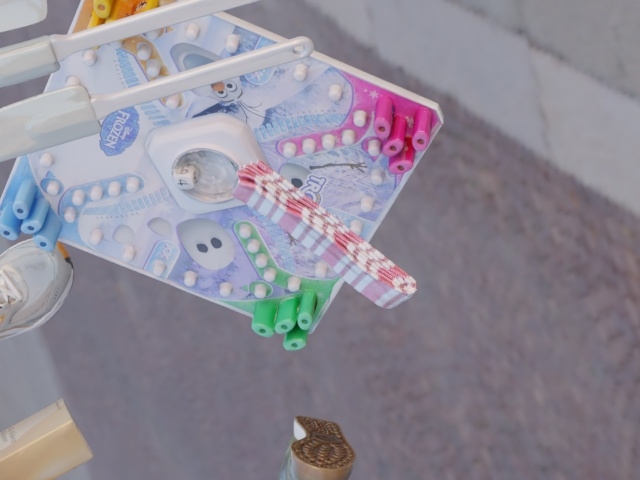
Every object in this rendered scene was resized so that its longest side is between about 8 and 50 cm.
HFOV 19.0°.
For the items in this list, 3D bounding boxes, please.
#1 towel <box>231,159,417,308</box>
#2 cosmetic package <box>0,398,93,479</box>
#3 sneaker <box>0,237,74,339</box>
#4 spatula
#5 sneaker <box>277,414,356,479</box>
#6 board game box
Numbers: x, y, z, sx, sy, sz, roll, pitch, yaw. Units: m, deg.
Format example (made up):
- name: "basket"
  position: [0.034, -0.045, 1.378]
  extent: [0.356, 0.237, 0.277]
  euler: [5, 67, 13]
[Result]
- name: "towel"
  position: [0.000, 0.000, 1.784]
  extent: [0.197, 0.029, 0.144]
  euler: [38, 172, 1]
- name: "cosmetic package"
  position: [-0.251, 0.182, 1.584]
  extent: [0.041, 0.115, 0.060]
  euler: [64, 171, -20]
- name: "sneaker"
  position: [-0.405, 0.088, 2.230]
  extent: [0.099, 0.262, 0.121]
  euler: [56, -166, 3]
- name: "spatula"
  position: [-0.132, -0.141, 1.269]
  extent: [0.019, 0.242, 0.168]
  euler: [-107, 1, -47]
- name: "sneaker"
  position: [-0.007, 0.232, 1.840]
  extent: [0.192, 0.064, 0.086]
  euler: [-105, 27, -81]
- name: "board game box"
  position: [-0.121, -0.070, 2.054]
  extent: [0.050, 0.390, 0.390]
  euler: [-78, 13, -46]
